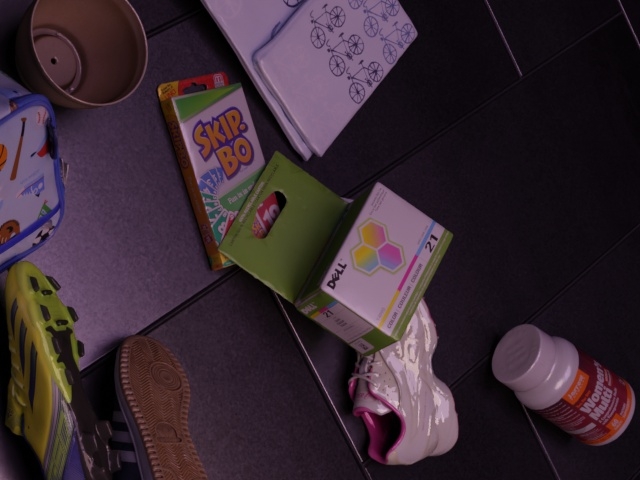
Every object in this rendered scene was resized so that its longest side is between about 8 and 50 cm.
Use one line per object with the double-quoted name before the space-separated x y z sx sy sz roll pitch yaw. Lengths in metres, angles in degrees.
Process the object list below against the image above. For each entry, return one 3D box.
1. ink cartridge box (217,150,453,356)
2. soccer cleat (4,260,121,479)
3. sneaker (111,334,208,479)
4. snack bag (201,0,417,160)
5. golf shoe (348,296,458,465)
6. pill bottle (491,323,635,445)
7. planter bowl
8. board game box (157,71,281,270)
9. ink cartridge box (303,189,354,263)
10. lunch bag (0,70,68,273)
"ink cartridge box" 0.020 0.005 1.916 0.255 0.097 0.188 35 62 -12
"soccer cleat" -0.326 0.169 1.657 0.093 0.121 0.289 -34 108 -74
"sneaker" -0.224 0.260 1.747 0.099 0.153 0.282 13 42 -35
"snack bag" -0.019 -0.341 2.061 0.323 0.037 0.342 -51 119 -35
"golf shoe" 0.095 0.171 2.013 0.140 0.115 0.306 -19 91 -37
"pill bottle" 0.376 0.223 2.224 0.221 0.121 0.121 33 60 -30
"planter bowl" -0.310 -0.233 1.768 0.162 0.109 0.162 10 74 -38
"board game box" -0.130 -0.099 1.939 0.124 0.039 0.259 -18 89 -41
"ink cartridge box" 0.000 0.000 2.009 0.088 0.052 0.122 11 71 -37
"lunch bag" -0.409 -0.037 1.583 0.303 0.115 0.243 -38 146 -38
